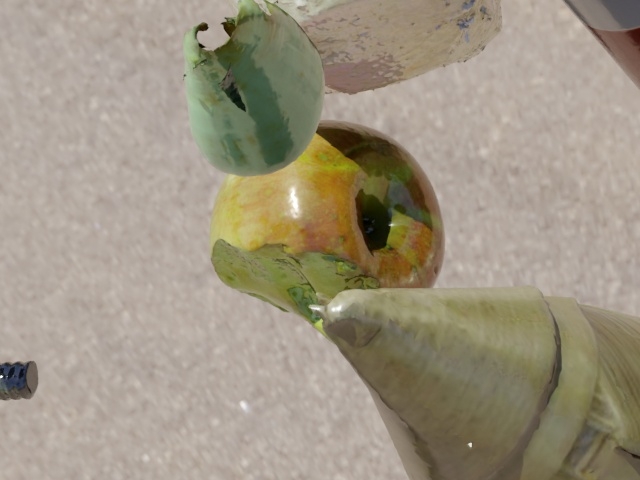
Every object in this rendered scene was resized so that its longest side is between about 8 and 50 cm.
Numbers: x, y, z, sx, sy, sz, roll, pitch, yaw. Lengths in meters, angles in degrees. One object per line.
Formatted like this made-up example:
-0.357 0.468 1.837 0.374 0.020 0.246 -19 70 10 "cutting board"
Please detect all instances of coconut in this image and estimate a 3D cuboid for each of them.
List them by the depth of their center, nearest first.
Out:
0.029 -0.285 1.575 0.254 0.297 0.297 -12 52 15 "coconut"

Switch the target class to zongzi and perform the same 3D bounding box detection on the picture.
0.074 0.214 0.976 0.500 0.467 0.218 -53 34 33 "zongzi"

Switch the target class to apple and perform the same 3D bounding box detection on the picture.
0.000 0.000 1.680 0.226 0.246 0.246 -20 41 48 "apple"

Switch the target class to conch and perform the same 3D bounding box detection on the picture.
-0.040 -0.104 0.981 0.079 0.170 0.106 19 71 13 "conch"

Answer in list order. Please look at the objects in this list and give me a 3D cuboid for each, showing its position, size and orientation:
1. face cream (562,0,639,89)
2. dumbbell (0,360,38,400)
0.165 -0.166 0.881 0.096 0.214 0.096 -21 50 28 "face cream"
-0.258 0.074 0.782 0.254 0.081 0.081 -4 54 12 "dumbbell"
